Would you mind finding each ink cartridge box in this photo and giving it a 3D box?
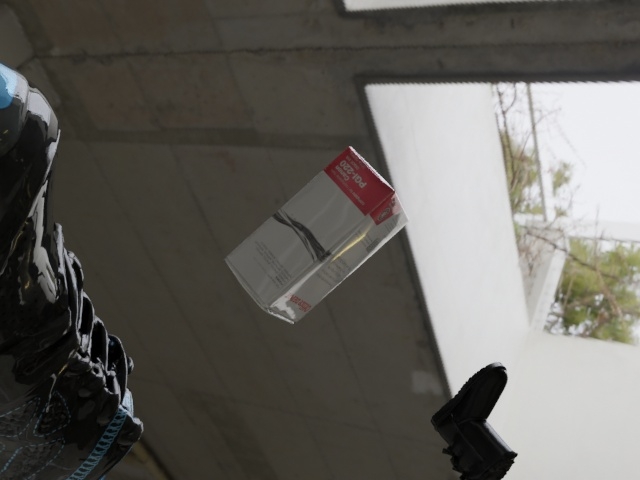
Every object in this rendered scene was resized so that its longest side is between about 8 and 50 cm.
[{"bbox_3d":[0.000,0.000,1.057,0.092,0.218,0.158,47,0,18],"label":"ink cartridge box"}]

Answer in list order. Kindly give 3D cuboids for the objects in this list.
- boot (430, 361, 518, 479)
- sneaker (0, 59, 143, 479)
[{"bbox_3d":[0.186,0.210,0.905,0.045,0.099,0.121,28,-69,-42],"label":"boot"},{"bbox_3d":[-0.157,0.052,0.424,0.139,0.125,0.341,9,-45,-18],"label":"sneaker"}]
